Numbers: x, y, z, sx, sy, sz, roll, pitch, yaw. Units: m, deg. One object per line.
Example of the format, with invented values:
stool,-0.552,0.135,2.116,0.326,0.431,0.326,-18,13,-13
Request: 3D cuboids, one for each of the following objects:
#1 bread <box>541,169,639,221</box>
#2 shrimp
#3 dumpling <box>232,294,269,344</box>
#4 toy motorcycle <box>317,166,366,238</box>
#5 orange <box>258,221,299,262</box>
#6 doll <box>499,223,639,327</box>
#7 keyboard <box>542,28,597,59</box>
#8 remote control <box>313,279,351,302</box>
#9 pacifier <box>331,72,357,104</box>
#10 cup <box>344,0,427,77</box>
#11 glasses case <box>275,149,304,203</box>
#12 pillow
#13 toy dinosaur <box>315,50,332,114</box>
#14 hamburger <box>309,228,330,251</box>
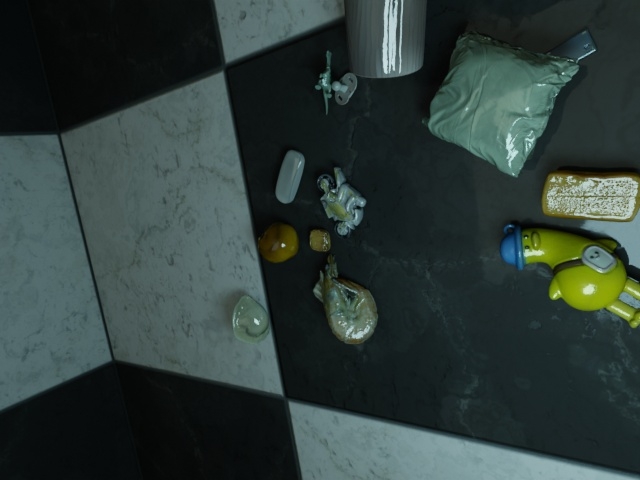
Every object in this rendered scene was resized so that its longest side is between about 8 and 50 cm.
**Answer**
bread,0.629,-0.106,1.061,0.201,0.077,0.115,8,105,33
shrimp,0.090,0.186,1.509,0.168,0.077,0.317,-13,75,0
dumpling,-0.283,0.321,1.794,0.181,0.155,0.111,46,149,7
toy motorcycle,0.075,-0.124,1.463,0.151,0.074,0.228,-20,89,35
orange,-0.148,0.009,1.633,0.157,0.134,0.156,-29,43,31
doll,0.608,0.058,1.099,0.199,0.145,0.363,-48,57,-7
keyboard,0.549,-0.422,1.073,0.176,0.014,0.055,-26,86,38
remote control,0.073,0.221,1.569,0.230,0.049,0.090,36,118,22
pacifier,0.063,-0.466,1.376,0.081,0.078,0.099,56,129,30
cup,0.142,-0.586,1.168,0.288,0.208,0.273,26,137,38
glasses case,-0.108,-0.221,1.583,0.074,0.049,0.193,32,118,25
pillow,0.419,-0.346,1.109,0.310,0.138,0.283,38,119,29
toy dinosaur,0.019,-0.488,1.400,0.044,0.187,0.106,3,69,12
hamburger,0.000,0.000,1.567,0.076,0.044,0.083,15,108,34
